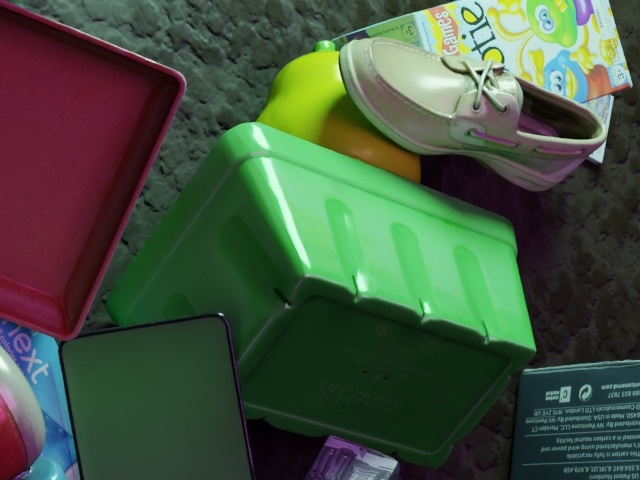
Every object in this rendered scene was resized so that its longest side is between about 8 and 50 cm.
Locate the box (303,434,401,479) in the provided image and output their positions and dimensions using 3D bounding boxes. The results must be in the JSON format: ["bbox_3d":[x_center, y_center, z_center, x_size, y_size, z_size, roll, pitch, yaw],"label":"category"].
[{"bbox_3d":[-0.020,0.365,1.750,0.307,0.077,0.242,-58,158,-30],"label":"box"}]

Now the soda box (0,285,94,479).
[{"bbox_3d":[-0.252,0.149,1.680,0.071,0.067,0.210,-36,106,-38],"label":"soda box"}]

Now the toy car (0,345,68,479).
[{"bbox_3d":[-0.357,0.164,1.518,0.238,0.210,0.219,-33,118,-24],"label":"toy car"}]

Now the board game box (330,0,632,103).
[{"bbox_3d":[0.172,-0.187,2.030,0.275,0.144,0.142,-20,96,-38],"label":"board game box"}]

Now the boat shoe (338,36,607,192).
[{"bbox_3d":[0.148,-0.134,1.833,0.302,0.098,0.109,21,50,-36],"label":"boat shoe"}]

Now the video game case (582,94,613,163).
[{"bbox_3d":[0.288,-0.150,2.215,0.122,0.011,0.087,26,67,-35],"label":"video game case"}]

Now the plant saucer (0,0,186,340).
[{"bbox_3d":[-0.276,-0.075,1.590,0.258,0.047,0.259,22,107,-11],"label":"plant saucer"}]

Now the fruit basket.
[{"bbox_3d":[0.000,0.000,1.841,0.392,0.283,0.392,31,23,-15],"label":"fruit basket"}]

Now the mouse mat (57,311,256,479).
[{"bbox_3d":[-0.139,0.164,1.654,0.007,0.153,0.189,-41,122,-84],"label":"mouse mat"}]

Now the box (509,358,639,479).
[{"bbox_3d":[0.369,0.353,2.075,0.294,0.212,0.395,19,71,-37],"label":"box"}]
